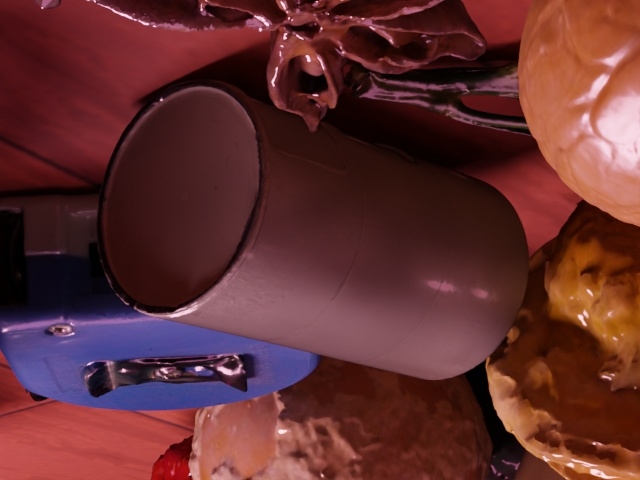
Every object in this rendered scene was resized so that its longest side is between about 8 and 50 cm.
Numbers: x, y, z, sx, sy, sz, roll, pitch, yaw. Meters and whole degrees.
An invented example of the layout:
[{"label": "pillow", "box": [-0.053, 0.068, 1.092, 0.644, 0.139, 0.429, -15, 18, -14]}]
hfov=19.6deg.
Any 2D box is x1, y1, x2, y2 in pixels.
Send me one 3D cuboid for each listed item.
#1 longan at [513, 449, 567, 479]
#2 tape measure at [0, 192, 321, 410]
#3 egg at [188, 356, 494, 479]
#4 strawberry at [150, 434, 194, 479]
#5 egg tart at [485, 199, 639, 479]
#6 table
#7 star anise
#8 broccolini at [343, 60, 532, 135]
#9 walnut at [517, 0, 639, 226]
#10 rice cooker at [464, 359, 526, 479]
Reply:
[{"label": "longan", "box": [0.310, 0.197, 1.268, 0.404, 0.336, 0.404, -39, 169, -9]}, {"label": "tape measure", "box": [-0.108, 0.067, 1.210, 0.215, 0.098, 0.351, -4, 161, -1]}, {"label": "egg", "box": [0.018, 0.150, 1.312, 0.203, 0.203, 0.245, -16, 163, 26]}, {"label": "strawberry", "box": [-0.026, 0.249, 1.494, 0.274, 0.274, 0.220, -1, 143, -12]}, {"label": "egg tart", "box": [0.238, 0.033, 1.061, 0.319, 0.319, 0.128, -6, 116, 1]}, {"label": "table", "box": [0.000, 0.000, 1.013, 0.126, 0.126, 0.220, -23, 153, 38]}, {"label": "star anise", "box": [0.000, -0.120, 0.802, 0.172, 0.063, 0.208, -27, 147, 36]}, {"label": "broccolini", "box": [0.114, -0.070, 0.950, 0.201, 0.074, 0.058, 2, 175, -13]}, {"label": "walnut", "box": [0.173, -0.088, 0.788, 0.165, 0.165, 0.197, 3, 160, -21]}, {"label": "rice cooker", "box": [0.144, 0.154, 1.456, 0.142, 0.118, 0.203, 3, 153, -21]}]
